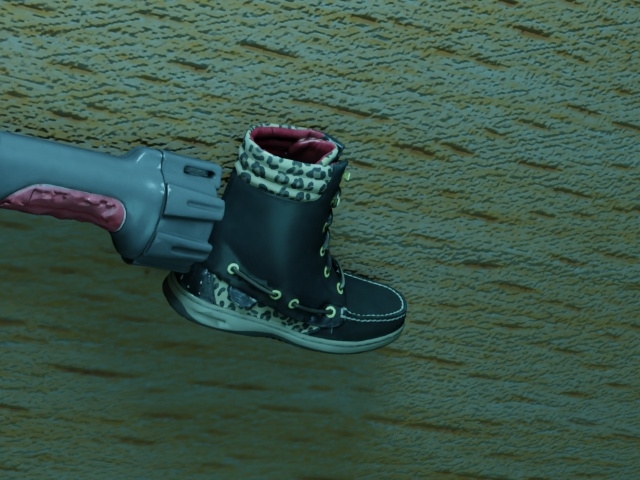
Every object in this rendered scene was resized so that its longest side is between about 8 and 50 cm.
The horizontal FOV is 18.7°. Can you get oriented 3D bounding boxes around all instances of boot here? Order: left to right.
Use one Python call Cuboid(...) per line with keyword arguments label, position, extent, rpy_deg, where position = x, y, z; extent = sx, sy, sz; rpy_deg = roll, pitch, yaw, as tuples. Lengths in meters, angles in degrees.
Cuboid(label="boot", position=(0.000, 0.001, 1.669), extent=(0.236, 0.085, 0.178), rpy_deg=(9, 120, -30))

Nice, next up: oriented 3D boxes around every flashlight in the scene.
Cuboid(label="flashlight", position=(-0.227, -0.032, 1.530), extent=(0.304, 0.103, 0.103), rpy_deg=(13, 147, -33))
